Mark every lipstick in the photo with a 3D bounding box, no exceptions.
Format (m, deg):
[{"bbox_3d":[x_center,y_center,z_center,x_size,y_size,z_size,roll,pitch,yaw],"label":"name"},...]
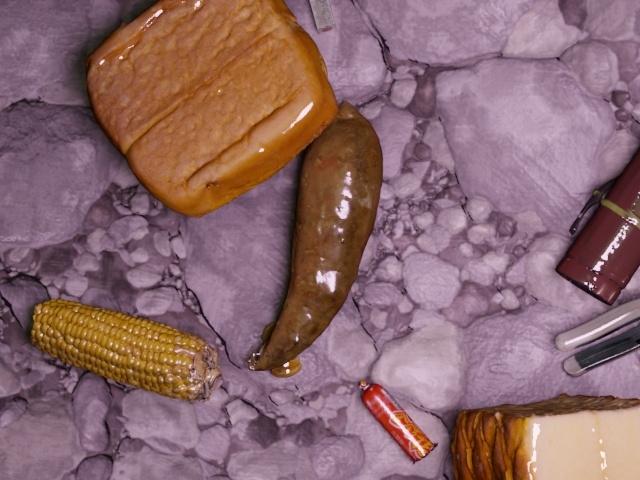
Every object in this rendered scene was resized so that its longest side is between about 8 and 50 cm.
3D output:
[{"bbox_3d":[-0.006,-0.393,1.365,0.030,0.030,0.129,-15,84,6],"label":"lipstick"}]

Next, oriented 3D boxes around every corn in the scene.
[{"bbox_3d":[-0.298,0.165,1.324,0.318,0.115,0.115,16,88,9],"label":"corn"}]

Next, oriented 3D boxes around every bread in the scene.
[{"bbox_3d":[-0.156,-0.218,1.298,0.337,0.148,0.328,-39,75,7],"label":"bread"},{"bbox_3d":[0.310,0.344,1.129,0.207,0.279,0.279,-6,86,-10],"label":"bread"},{"bbox_3d":[-0.060,0.168,1.330,0.049,0.033,0.088,-14,84,0],"label":"bread"}]

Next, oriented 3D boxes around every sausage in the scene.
[{"bbox_3d":[0.111,0.265,1.296,0.050,0.048,0.145,-41,80,-3],"label":"sausage"}]

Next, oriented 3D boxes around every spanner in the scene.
[{"bbox_3d":[0.493,0.102,1.238,0.325,0.095,0.040,-27,39,7],"label":"spanner"}]

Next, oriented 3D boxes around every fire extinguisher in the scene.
[{"bbox_3d":[0.462,-0.079,1.235,0.141,0.105,0.341,30,94,-36],"label":"fire extinguisher"}]

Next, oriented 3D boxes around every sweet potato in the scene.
[{"bbox_3d":[0.004,0.004,1.289,0.130,0.130,0.422,17,91,8],"label":"sweet potato"}]
